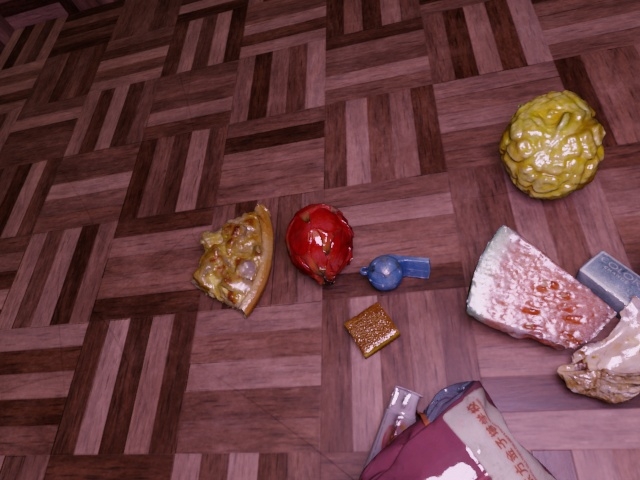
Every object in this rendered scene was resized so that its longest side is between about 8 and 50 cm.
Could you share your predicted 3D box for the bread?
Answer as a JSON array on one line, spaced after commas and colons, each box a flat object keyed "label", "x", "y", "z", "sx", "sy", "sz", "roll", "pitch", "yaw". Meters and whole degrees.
[{"label": "bread", "x": 0.114, "y": 0.199, "z": 0.993, "sx": 0.094, "sy": 0.035, "sz": 0.090, "roll": -33, "pitch": 57, "yaw": -4}]

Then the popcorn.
[{"label": "popcorn", "x": 0.527, "y": -0.215, "z": 1.026, "sx": 0.206, "sy": 0.251, "sz": 0.236, "roll": -24, "pitch": 89, "yaw": 30}]

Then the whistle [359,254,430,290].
[{"label": "whistle", "x": 0.167, "y": 0.076, "z": 1.021, "sx": 0.158, "sy": 0.090, "sz": 0.090, "roll": 5, "pitch": 62, "yaw": 19}]

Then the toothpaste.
[{"label": "toothpaste", "x": 0.115, "y": 0.439, "z": 0.837, "sx": 0.100, "sy": 0.066, "sz": 0.323, "roll": 16, "pitch": 71, "yaw": 23}]

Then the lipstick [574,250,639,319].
[{"label": "lipstick", "x": 0.625, "y": 0.139, "z": 0.843, "sx": 0.077, "sy": 0.076, "sz": 0.289, "roll": -37, "pitch": 57, "yaw": -5}]

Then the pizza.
[{"label": "pizza", "x": -0.234, "y": 0.041, "z": 1.170, "sx": 0.223, "sy": 0.089, "sz": 0.323, "roll": -2, "pitch": 59, "yaw": 13}]

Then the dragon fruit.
[{"label": "dragon fruit", "x": 0.000, "y": 0.000, "z": 1.068, "sx": 0.172, "sy": 0.172, "sz": 0.209, "roll": -15, "pitch": 49, "yaw": 9}]

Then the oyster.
[{"label": "oyster", "x": 0.545, "y": 0.206, "z": 0.783, "sx": 0.107, "sy": 0.161, "sz": 0.233, "roll": 46, "pitch": 116, "yaw": -3}]

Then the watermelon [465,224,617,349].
[{"label": "watermelon", "x": 0.427, "y": 0.111, "z": 0.887, "sx": 0.257, "sy": 0.140, "sz": 0.192, "roll": 30, "pitch": 92, "yaw": 25}]

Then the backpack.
[{"label": "backpack", "x": 0.213, "y": 0.425, "z": 0.725, "sx": 0.317, "sy": 0.197, "sz": 0.283, "roll": -30, "pitch": 58, "yaw": -14}]
